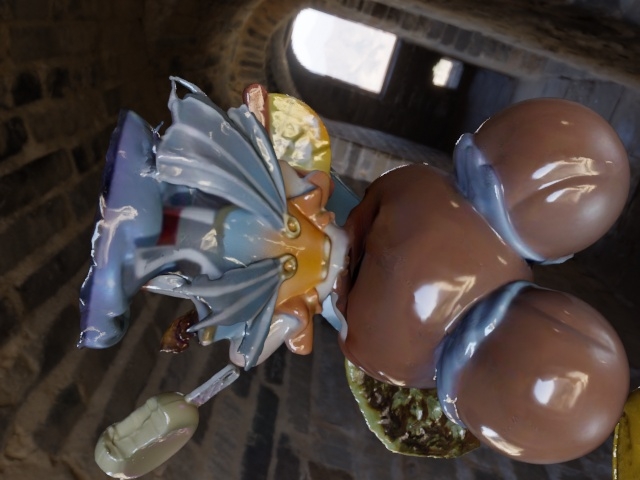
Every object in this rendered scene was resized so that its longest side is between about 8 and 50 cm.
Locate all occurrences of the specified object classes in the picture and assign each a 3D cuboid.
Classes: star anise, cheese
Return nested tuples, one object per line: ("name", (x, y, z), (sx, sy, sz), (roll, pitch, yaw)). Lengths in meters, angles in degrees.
("star anise", (-0.192, 0.132, 1.010), (0.168, 0.167, 0.057), (-97, -14, -78))
("cheese", (-0.269, 0.319, 1.136), (0.286, 0.082, 0.163), (-39, -26, -5))

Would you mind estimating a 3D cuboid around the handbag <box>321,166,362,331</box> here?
("handbag", (0.000, 0.000, 0.755), (0.144, 0.221, 0.057), (-44, 11, 6))

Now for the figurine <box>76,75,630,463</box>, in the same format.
("figurine", (0.026, 0.007, 0.496), (0.248, 0.387, 0.277), (149, 131, -71))

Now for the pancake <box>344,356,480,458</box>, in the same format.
("pancake", (0.201, 0.286, 1.277), (0.066, 0.426, 0.305), (10, 78, 60))

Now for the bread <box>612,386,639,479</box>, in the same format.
("bread", (0.476, 0.304, 0.788), (0.195, 0.142, 0.270), (-155, 66, -77))
